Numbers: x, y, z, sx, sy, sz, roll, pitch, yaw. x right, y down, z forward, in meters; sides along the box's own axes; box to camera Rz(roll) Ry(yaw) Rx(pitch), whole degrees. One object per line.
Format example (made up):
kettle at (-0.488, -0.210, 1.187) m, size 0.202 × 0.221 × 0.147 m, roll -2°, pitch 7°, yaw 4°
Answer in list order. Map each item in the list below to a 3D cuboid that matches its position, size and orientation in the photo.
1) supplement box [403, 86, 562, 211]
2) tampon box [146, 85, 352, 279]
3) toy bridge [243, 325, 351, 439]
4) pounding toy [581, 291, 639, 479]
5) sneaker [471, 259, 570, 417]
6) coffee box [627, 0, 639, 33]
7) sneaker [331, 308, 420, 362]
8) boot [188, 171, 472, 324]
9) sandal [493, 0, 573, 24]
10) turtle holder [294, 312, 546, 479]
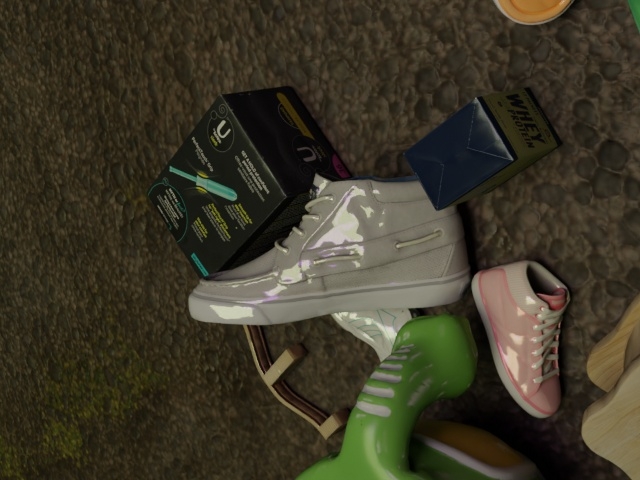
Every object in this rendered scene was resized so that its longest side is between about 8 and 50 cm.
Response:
supplement box at (0.129, -0.073, 0.666) m, size 0.083 × 0.083 × 0.056 m, roll -36°, pitch 79°, yaw 42°
tampon box at (-0.073, -0.055, 0.838) m, size 0.161 × 0.101 × 0.120 m, roll -43°, pitch 74°, yaw 40°
toy bridge at (-0.041, 0.138, 0.920) m, size 0.188 × 0.026 × 0.063 m, roll 52°, pitch 131°, yaw 17°
pounding toy at (0.297, 0.053, 0.569) m, size 0.154 × 0.155 × 0.270 m, roll 24°, pitch 132°, yaw 2°
sneaker at (0.179, 0.078, 0.691) m, size 0.070 × 0.051 × 0.134 m, roll -29°, pitch 79°, yaw 48°
coffee box at (0.270, -0.151, 0.548) m, size 0.113 × 0.040 × 0.184 m, roll -24°, pitch 88°, yaw 43°
sneaker at (0.062, 0.077, 0.802) m, size 0.152 × 0.053 × 0.061 m, roll 44°, pitch 112°, yaw 20°
boot at (0.000, 0.000, 0.748) m, size 0.258 × 0.095 × 0.124 m, roll -7°, pitch 102°, yaw 7°
sandal at (0.148, -0.261, 0.537) m, size 0.101 × 0.076 × 0.265 m, roll -14°, pitch 122°, yaw 2°
turtle holder at (0.084, 0.247, 0.708) m, size 0.243 × 0.227 × 0.320 m, roll -36°, pitch 78°, yaw 43°
